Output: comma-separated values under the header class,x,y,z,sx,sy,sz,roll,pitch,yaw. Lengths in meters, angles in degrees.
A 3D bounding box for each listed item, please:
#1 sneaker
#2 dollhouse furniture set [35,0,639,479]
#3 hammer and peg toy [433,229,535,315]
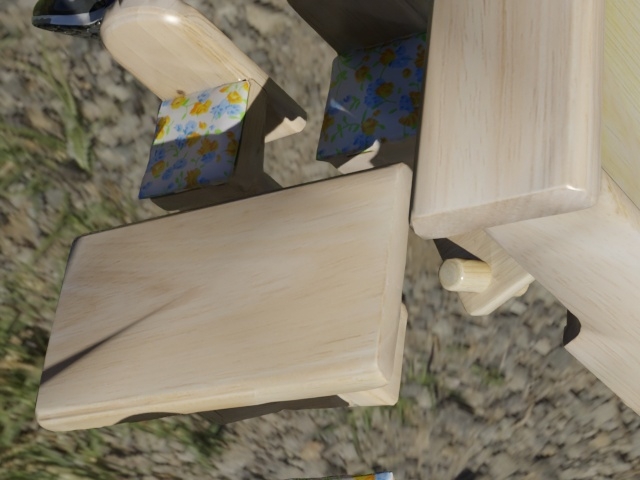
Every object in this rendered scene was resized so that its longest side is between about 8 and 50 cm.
class,x,y,z,sx,sy,sz,roll,pitch,yaw
sneaker,-0.241,-0.302,1.763,0.107,0.283,0.124,7,89,-38
dollhouse furniture set,0.000,0.000,0.715,0.394,0.256,0.362,-11,57,32
hammer and peg toy,0.238,-0.120,1.608,0.361,0.127,0.266,-42,58,33
